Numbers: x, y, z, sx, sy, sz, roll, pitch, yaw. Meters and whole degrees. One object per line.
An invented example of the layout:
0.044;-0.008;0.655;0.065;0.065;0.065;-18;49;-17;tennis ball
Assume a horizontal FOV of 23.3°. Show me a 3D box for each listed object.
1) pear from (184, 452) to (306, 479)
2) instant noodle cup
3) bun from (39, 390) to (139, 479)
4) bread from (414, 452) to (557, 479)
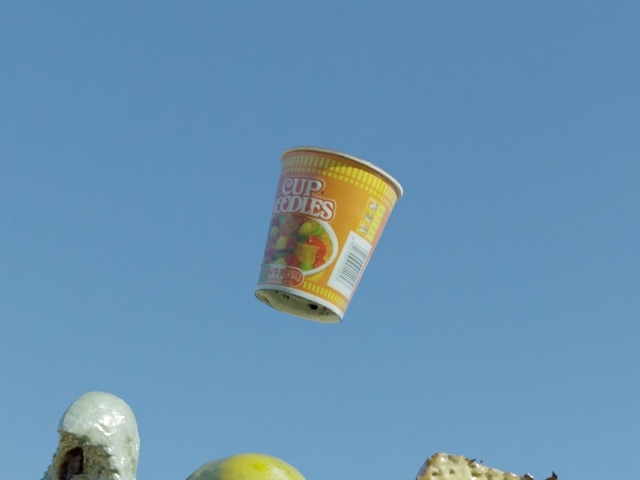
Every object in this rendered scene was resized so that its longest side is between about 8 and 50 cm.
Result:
-0.084;0.354;1.913;0.198;0.198;0.198;9;-28;5;pear
0.000;0.000;1.940;0.168;0.185;0.168;18;-16;5;instant noodle cup
-0.319;0.324;2.179;0.127;0.204;0.212;22;-57;8;bun
0.170;0.285;1.491;0.229;0.143;0.139;19;-12;-12;bread
